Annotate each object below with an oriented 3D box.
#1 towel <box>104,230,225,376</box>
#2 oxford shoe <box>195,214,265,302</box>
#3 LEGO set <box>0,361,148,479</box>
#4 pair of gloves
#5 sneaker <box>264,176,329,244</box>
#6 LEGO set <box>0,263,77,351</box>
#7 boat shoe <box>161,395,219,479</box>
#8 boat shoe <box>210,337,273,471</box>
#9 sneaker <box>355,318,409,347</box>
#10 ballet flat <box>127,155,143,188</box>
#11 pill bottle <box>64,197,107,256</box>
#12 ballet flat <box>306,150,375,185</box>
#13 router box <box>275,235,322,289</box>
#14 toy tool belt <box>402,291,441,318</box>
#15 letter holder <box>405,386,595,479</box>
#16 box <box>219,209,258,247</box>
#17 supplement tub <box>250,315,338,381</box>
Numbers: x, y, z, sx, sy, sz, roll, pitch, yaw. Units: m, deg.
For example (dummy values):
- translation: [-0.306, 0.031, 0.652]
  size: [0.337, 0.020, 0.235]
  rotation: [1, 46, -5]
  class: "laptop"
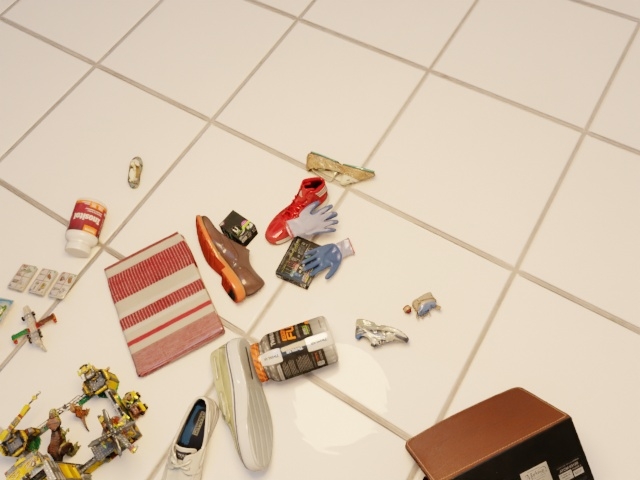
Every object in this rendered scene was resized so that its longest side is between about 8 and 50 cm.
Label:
- translation: [-0.411, 0.156, 1.354]
  size: [0.236, 0.037, 0.329]
  rotation: [-27, 63, -6]
  class: "towel"
- translation: [-0.245, 0.036, 1.378]
  size: [0.098, 0.097, 0.271]
  rotation: [-24, 70, -26]
  class: "oxford shoe"
- translation: [-0.568, 0.427, 1.144]
  size: [0.331, 0.192, 0.255]
  rotation: [-30, 65, -10]
  class: "LEGO set"
- translation: [0.000, 0.000, 1.349]
  size: [0.159, 0.023, 0.198]
  rotation: [-23, 88, -25]
  class: "pair of gloves"
- translation: [-0.071, -0.093, 1.393]
  size: [0.087, 0.128, 0.221]
  rotation: [38, 72, 20]
  class: "sneaker"
- translation: [-0.767, 0.187, 1.372]
  size: [0.182, 0.060, 0.245]
  rotation: [9, 56, 13]
  class: "LEGO set"
- translation: [-0.301, 0.474, 1.159]
  size: [0.095, 0.084, 0.258]
  rotation: [7, 65, 8]
  class: "boat shoe"
- translation: [-0.184, 0.377, 1.202]
  size: [0.094, 0.109, 0.303]
  rotation: [-26, 58, 19]
  class: "boat shoe"
- translation: [0.146, 0.235, 1.265]
  size: [0.135, 0.052, 0.058]
  rotation: [12, 75, 18]
  class: "sneaker"
- translation: [-0.549, -0.209, 1.541]
  size: [0.041, 0.041, 0.115]
  rotation: [-6, 63, 2]
  class: "ballet flat"
- translation: [-0.650, -0.035, 1.438]
  size: [0.085, 0.086, 0.152]
  rotation: [2, 65, 6]
  class: "pill bottle"
- translation: [0.052, -0.193, 1.477]
  size: [0.206, 0.073, 0.067]
  rotation: [19, 94, 16]
  class: "ballet flat"
- translation: [-0.050, 0.057, 1.368]
  size: [0.092, 0.038, 0.123]
  rotation: [22, 68, 15]
  class: "router box"
- translation: [0.251, 0.167, 1.282]
  size: [0.083, 0.052, 0.051]
  rotation: [-28, 57, -8]
  class: "toy tool belt"
- translation: [0.357, 0.458, 1.092]
  size: [0.301, 0.214, 0.152]
  rotation: [-23, 96, -7]
  class: "letter holder"
- translation: [-0.223, -0.031, 1.418]
  size: [0.083, 0.052, 0.062]
  rotation: [34, 70, 20]
  class: "box"
- translation: [-0.061, 0.259, 1.226]
  size: [0.190, 0.117, 0.117]
  rotation: [-18, 64, -5]
  class: "supplement tub"
